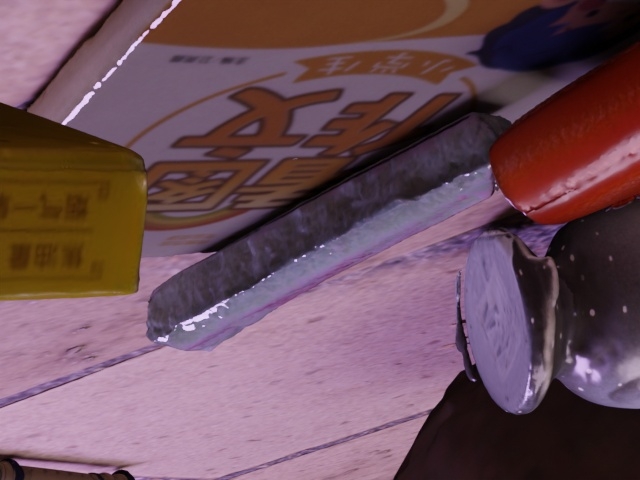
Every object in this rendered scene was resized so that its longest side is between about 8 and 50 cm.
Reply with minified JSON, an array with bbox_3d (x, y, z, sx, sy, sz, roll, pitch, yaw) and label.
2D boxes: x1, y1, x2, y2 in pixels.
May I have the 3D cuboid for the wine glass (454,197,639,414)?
[{"bbox_3d":[0.181,0.031,0.781,0.204,0.111,0.111,-6,162,-13],"label":"wine glass"}]

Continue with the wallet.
[{"bbox_3d":[0.165,-0.074,0.495,0.204,0.045,0.142,-32,172,32],"label":"wallet"}]

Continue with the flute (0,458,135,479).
[{"bbox_3d":[-0.201,0.171,1.077,0.027,0.027,0.233,-20,162,19],"label":"flute"}]

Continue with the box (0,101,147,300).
[{"bbox_3d":[-0.194,-0.019,0.324,0.279,0.041,0.153,-1,-166,-37],"label":"box"}]

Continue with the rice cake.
[{"bbox_3d":[0.000,0.000,0.613,0.033,0.033,0.207,14,149,-42],"label":"rice cake"}]

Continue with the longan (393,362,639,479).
[{"bbox_3d":[0.215,0.218,0.947,0.391,0.391,0.391,-13,163,-4],"label":"longan"}]

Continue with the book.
[{"bbox_3d":[0.005,-0.054,0.531,0.208,0.020,0.295,-3,161,-34],"label":"book"}]
